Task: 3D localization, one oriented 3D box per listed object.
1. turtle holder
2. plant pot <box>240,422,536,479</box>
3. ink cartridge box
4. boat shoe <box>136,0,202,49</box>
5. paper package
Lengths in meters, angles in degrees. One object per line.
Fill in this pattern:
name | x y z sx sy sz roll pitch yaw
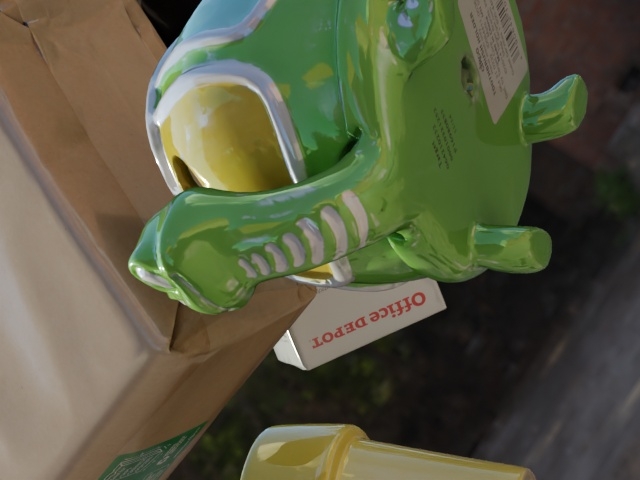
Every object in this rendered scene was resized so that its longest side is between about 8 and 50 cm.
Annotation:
turtle holder | 0.015 -0.062 1.139 0.243 0.227 0.320 48 -137 -49
plant pot | 0.072 0.286 1.638 0.254 0.239 0.254 -4 -90 -75
ink cartridge box | 0.000 0.000 1.486 0.128 0.176 0.127 -23 3 -11
boat shoe | -0.078 -0.162 1.775 0.132 0.355 0.130 -37 36 21
paper package | -0.197 0.028 1.390 0.168 0.309 0.325 -16 -24 -43
